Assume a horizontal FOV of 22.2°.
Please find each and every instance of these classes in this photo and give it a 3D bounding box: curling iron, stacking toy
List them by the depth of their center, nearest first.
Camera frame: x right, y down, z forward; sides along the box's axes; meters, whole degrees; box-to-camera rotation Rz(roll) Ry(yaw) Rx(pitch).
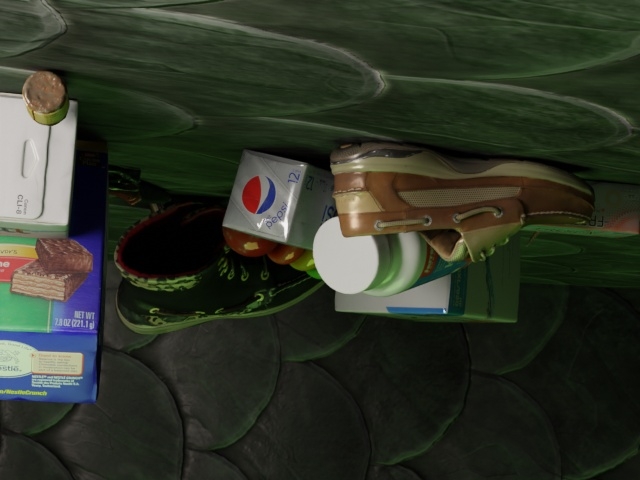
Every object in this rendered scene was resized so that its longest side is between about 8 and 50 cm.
[{"bbox_3d":[-0.250,-0.067,2.221,0.068,0.035,0.274,3,175,10],"label":"curling iron"},{"bbox_3d":[0.000,0.000,2.394,0.330,0.141,0.141,15,169,-33],"label":"stacking toy"}]

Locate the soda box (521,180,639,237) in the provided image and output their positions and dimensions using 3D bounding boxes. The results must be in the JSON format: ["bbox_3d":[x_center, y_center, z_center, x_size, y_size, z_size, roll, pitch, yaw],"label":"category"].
[{"bbox_3d":[0.293,-0.041,1.969,0.183,0.063,0.058,4,173,-15],"label":"soda box"}]

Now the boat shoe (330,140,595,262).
[{"bbox_3d":[0.154,-0.034,1.826,0.324,0.120,0.122,6,174,-24],"label":"boat shoe"}]

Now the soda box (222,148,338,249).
[{"bbox_3d":[-0.004,-0.036,1.978,0.091,0.098,0.286,15,-179,26],"label":"soda box"}]

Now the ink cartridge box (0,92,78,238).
[{"bbox_3d":[-0.314,-0.074,1.660,0.127,0.128,0.176,5,174,-10],"label":"ink cartridge box"}]

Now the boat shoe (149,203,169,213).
[{"bbox_3d":[-0.231,-0.033,2.544,0.049,0.056,0.152,-21,168,0],"label":"boat shoe"}]

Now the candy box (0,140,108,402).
[{"bbox_3d":[-0.369,0.021,1.794,0.268,0.317,0.122,3,132,-8],"label":"candy box"}]

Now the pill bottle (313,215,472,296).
[{"bbox_3d":[0.091,-0.001,1.927,0.124,0.124,0.221,0,-169,36],"label":"pill bottle"}]

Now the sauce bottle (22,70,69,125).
[{"bbox_3d":[-0.252,-0.128,1.503,0.042,0.042,0.128,4,176,-9],"label":"sauce bottle"}]

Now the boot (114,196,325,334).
[{"bbox_3d":[-0.144,0.024,2.509,0.377,0.138,0.284,-13,162,-5],"label":"boot"}]

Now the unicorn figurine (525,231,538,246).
[{"bbox_3d":[0.349,-0.035,2.099,0.162,0.060,0.111,-16,167,21],"label":"unicorn figurine"}]

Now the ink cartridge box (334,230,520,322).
[{"bbox_3d":[0.149,0.023,2.196,0.171,0.168,0.233,0,174,30],"label":"ink cartridge box"}]
